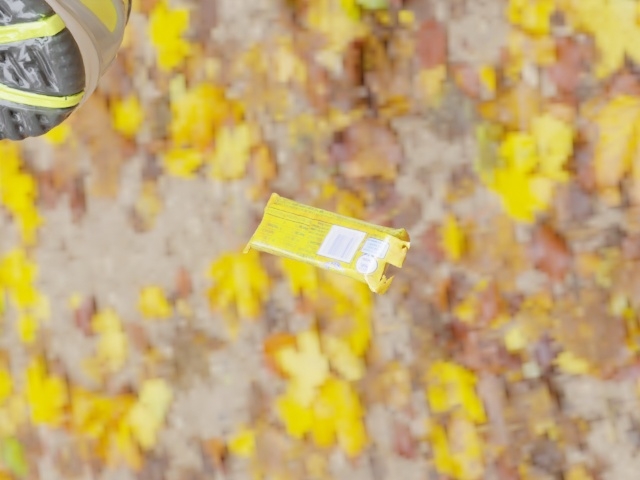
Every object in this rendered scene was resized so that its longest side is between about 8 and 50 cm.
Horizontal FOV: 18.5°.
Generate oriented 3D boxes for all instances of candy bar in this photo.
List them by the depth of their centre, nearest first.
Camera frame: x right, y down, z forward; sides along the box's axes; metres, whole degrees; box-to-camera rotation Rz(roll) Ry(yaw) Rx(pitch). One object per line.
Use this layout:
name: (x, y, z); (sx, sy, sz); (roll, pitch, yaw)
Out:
candy bar: (0.000, 0.000, 1.102); (0.161, 0.018, 0.040); (16, 76, 59)

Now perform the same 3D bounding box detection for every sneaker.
sneaker: (-0.281, -0.223, 1.223); (0.384, 0.147, 0.145); (46, 122, -6)
